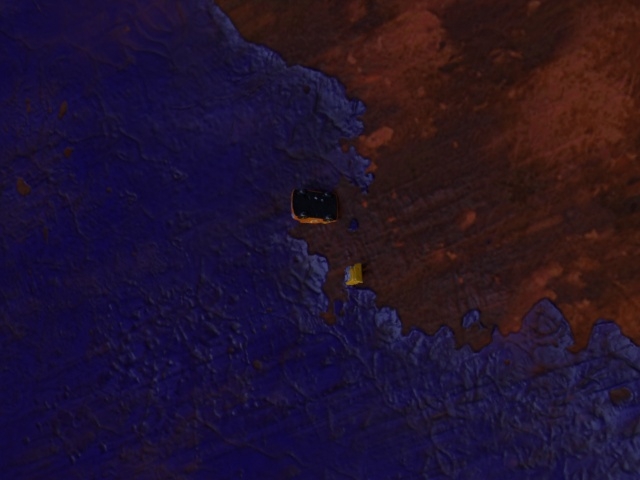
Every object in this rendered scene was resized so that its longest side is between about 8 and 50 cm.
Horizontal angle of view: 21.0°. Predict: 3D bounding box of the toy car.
[{"bbox_3d":[0.000,0.000,1.938,0.040,0.060,0.122,-34,72,60],"label":"toy car"}]
